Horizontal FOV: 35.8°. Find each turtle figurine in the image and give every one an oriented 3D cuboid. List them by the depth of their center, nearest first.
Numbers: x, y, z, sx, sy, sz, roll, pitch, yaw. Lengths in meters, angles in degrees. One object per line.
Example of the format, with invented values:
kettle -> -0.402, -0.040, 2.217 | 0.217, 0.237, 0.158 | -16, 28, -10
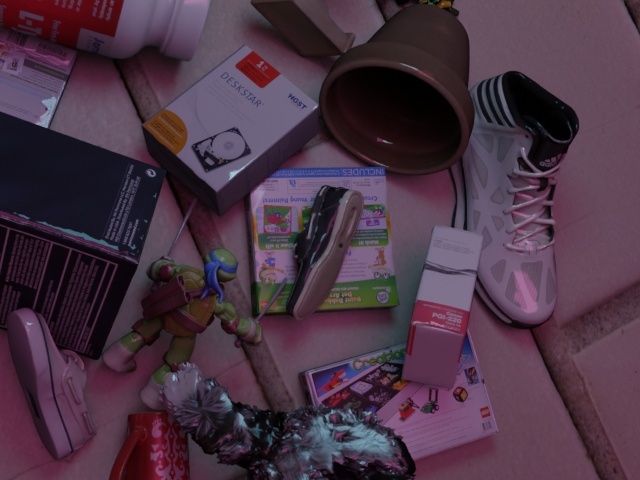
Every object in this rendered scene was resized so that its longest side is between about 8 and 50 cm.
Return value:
turtle figurine -> -0.196, 0.119, 1.554 | 0.198, 0.274, 0.266 | 36, 101, -17

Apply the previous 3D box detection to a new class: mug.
mug -> -0.250, 0.346, 1.501 | 0.113, 0.150, 0.169 | -2, 75, 2

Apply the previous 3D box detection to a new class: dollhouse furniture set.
dollhouse furniture set -> 0.005, -0.463, 1.711 | 0.161, 0.212, 0.242 | 38, 67, -45

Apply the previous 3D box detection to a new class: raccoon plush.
raccoon plush -> -0.021, 0.350, 1.508 | 0.446, 0.299, 0.216 | 41, 69, 19

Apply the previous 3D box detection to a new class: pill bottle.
pill bottle -> -0.383, -0.420, 1.563 | 0.408, 0.229, 0.229 | 14, 76, -15

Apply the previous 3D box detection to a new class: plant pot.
plant pot -> 0.159, -0.280, 1.705 | 0.263, 0.263, 0.229 | 32, 56, -8

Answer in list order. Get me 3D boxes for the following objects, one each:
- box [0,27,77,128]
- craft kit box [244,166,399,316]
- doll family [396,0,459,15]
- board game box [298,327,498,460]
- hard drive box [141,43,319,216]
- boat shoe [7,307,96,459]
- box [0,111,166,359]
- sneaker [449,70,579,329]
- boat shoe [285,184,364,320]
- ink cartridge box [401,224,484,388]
box -> -0.493, -0.245, 1.599 | 0.145, 0.038, 0.186 | 19, 73, -11
craft kit box -> 0.000, 0.000, 1.688 | 0.250, 0.061, 0.246 | -1, 77, -16
doll family -> 0.176, -0.465, 1.823 | 0.193, 0.076, 0.111 | 20, 79, -7
board game box -> 0.134, 0.274, 1.672 | 0.305, 0.053, 0.193 | -13, 84, -18
hard drive box -> -0.145, -0.183, 1.633 | 0.181, 0.089, 0.232 | 40, 69, 17
boat shoe -> -0.387, 0.204, 1.462 | 0.088, 0.096, 0.267 | -27, 123, -31
box -> -0.410, -0.007, 1.422 | 0.294, 0.296, 0.182 | 19, 51, -13
sneaker -> 0.340, -0.075, 1.692 | 0.169, 0.257, 0.447 | -12, 83, -18
boat shoe -> -0.006, 0.019, 1.627 | 0.079, 0.084, 0.233 | 17, 80, 27
ink cartridge box -> 0.201, 0.107, 1.624 | 0.092, 0.158, 0.218 | 11, 49, 7
